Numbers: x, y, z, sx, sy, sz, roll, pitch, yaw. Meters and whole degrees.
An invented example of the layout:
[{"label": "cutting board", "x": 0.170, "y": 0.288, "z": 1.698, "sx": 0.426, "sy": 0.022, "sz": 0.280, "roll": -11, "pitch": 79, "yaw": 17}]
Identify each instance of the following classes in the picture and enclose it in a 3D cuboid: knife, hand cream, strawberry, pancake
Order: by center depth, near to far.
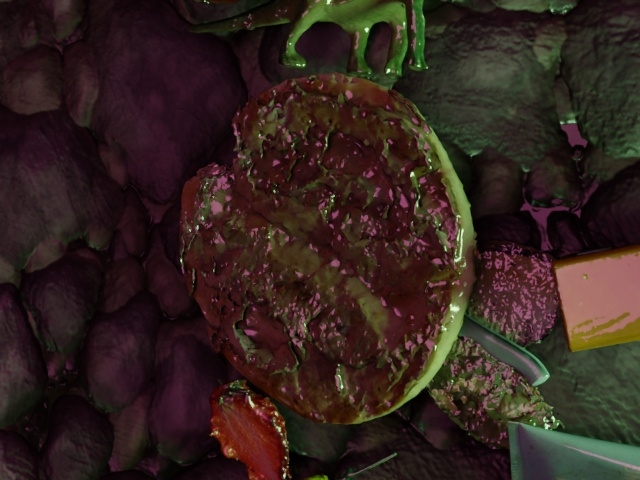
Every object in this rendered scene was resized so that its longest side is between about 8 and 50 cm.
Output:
[{"label": "hand cream", "x": 0.333, "y": 0.243, "z": 1.088, "sx": 0.312, "sy": 0.070, "sz": 0.111, "roll": 2, "pitch": 114, "yaw": 25}, {"label": "knife", "x": 0.149, "y": 0.088, "z": 1.172, "sx": 0.210, "sy": 0.015, "sz": 0.028, "roll": 34, "pitch": 110, "yaw": 27}, {"label": "pancake", "x": -0.001, "y": 0.000, "z": 1.218, "sx": 0.382, "sy": 0.071, "sz": 0.382, "roll": 2, "pitch": 94, "yaw": 31}, {"label": "strawberry", "x": -0.073, "y": 0.218, "z": 1.271, "sx": 0.104, "sy": 0.048, "sz": 0.152, "roll": -15, "pitch": 109, "yaw": 41}]

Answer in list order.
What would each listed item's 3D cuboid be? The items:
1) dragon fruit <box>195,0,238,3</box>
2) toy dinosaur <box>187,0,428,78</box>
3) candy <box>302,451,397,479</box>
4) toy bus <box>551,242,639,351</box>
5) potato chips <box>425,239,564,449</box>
[{"label": "dragon fruit", "x": -0.110, "y": -0.370, "z": 1.163, "sx": 0.299, "sy": 0.244, "sz": 0.244, "roll": 23, "pitch": 102, "yaw": 56}, {"label": "toy dinosaur", "x": 0.063, "y": -0.326, "z": 1.189, "sx": 0.447, "sy": 0.087, "sz": 0.300, "roll": 7, "pitch": 92, "yaw": 19}, {"label": "candy", "x": 0.030, "y": 0.261, "z": 1.246, "sx": 0.123, "sy": 0.035, "sz": 0.035, "roll": -28, "pitch": 85, "yaw": 14}, {"label": "toy bus", "x": 0.325, "y": 0.042, "z": 1.058, "sx": 0.201, "sy": 0.114, "sz": 0.098, "roll": -12, "pitch": 87, "yaw": 14}, {"label": "potato chips", "x": 0.185, "y": 0.109, "z": 1.178, "sx": 0.202, "sy": 0.029, "sz": 0.219, "roll": -3, "pitch": 87, "yaw": 24}]
